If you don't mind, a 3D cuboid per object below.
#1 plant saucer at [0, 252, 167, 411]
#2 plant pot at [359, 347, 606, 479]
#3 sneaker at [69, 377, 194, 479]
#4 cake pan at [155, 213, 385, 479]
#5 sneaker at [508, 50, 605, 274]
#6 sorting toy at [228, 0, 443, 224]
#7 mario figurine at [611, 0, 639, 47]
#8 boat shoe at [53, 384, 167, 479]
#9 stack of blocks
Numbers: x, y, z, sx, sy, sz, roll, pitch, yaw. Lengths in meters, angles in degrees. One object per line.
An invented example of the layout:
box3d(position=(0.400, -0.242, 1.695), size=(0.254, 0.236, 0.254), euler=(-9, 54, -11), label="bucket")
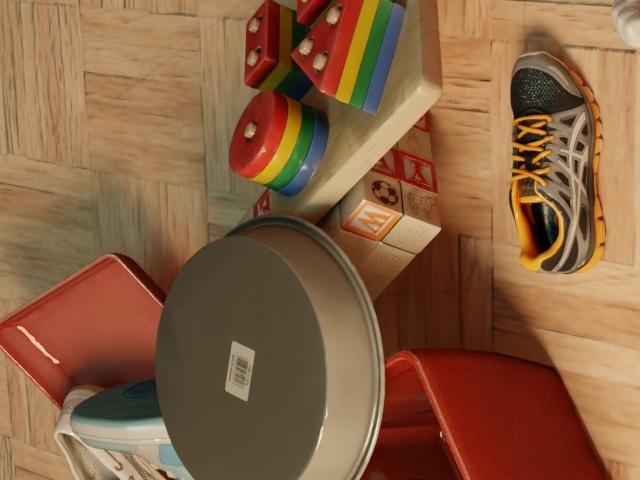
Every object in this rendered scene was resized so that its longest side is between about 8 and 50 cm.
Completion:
box3d(position=(-0.228, 0.140, 1.940), size=(0.259, 0.048, 0.258), euler=(-29, 110, 38), label="plant saucer")
box3d(position=(0.129, 0.251, 1.580), size=(0.267, 0.235, 0.267), euler=(-35, 74, 42), label="plant pot")
box3d(position=(-0.127, 0.268, 1.851), size=(0.319, 0.127, 0.208), euler=(0, 112, 23), label="sneaker")
box3d(position=(-0.059, 0.121, 1.545), size=(0.293, 0.054, 0.293), euler=(1, 91, 47), label="cake pan")
box3d(position=(0.211, -0.069, 1.527), size=(0.084, 0.083, 0.215), euler=(-8, 96, 45), label="sneaker")
box3d(position=(0.002, -0.171, 1.583), size=(0.257, 0.089, 0.255), euler=(-45, 33, 40), label="sorting toy")
box3d(position=(0.335, -0.232, 1.301), size=(0.320, 0.170, 0.198), euler=(31, 87, 23), label="mario figurine")
box3d(position=(-0.246, 0.306, 1.983), size=(0.098, 0.096, 0.277), euler=(-11, 120, 33), label="boat shoe")
box3d(position=(0.000, 0.000, 1.676), size=(0.297, 0.087, 0.171), euler=(-49, 32, 40), label="stack of blocks")
